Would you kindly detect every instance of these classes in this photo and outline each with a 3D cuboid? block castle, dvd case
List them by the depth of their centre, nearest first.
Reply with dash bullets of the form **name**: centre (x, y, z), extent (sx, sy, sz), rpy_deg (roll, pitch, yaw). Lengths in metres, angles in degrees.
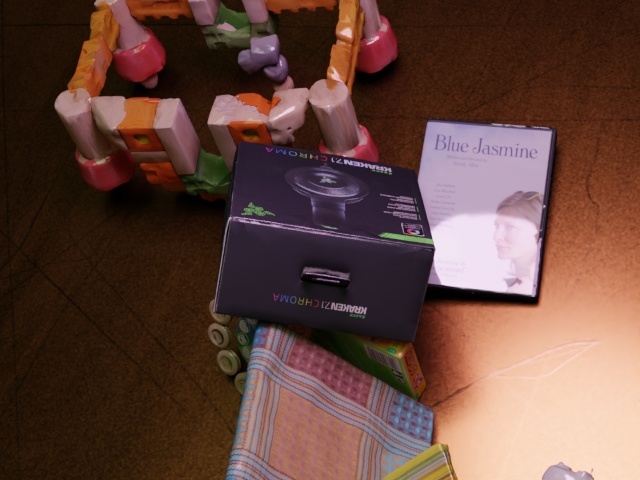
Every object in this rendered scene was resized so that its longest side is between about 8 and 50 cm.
- **dvd case**: centre (0.215, -0.045, 1.624), extent (0.180, 0.022, 0.253), rpy_deg (5, 67, 13)
- **block castle**: centre (-0.128, -0.216, 1.754), extent (0.453, 0.213, 0.303), rpy_deg (0, 56, 15)

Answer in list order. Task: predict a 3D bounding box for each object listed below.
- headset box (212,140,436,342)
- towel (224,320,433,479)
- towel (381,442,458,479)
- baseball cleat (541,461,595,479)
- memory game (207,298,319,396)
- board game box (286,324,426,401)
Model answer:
- **headset box**: centre (0.000, 0.000, 1.497), extent (0.246, 0.131, 0.283), rpy_deg (9, 24, -5)
- **towel**: centre (0.016, 0.278, 1.341), extent (0.040, 0.271, 0.370), rpy_deg (-42, 26, 37)
- **towel**: centre (0.134, 0.343, 1.284), extent (0.102, 0.021, 0.237), rpy_deg (-39, 55, 33)
- **baseball cleat**: centre (0.336, 0.331, 1.364), extent (0.206, 0.072, 0.109), rpy_deg (21, 81, 32)
- **memory game**: centre (-0.073, 0.135, 1.552), extent (0.186, 0.186, 0.012), rpy_deg (23, 31, 28)
- **board game box**: centre (0.010, 0.118, 1.551), extent (0.259, 0.124, 0.039), rpy_deg (21, 64, 27)
